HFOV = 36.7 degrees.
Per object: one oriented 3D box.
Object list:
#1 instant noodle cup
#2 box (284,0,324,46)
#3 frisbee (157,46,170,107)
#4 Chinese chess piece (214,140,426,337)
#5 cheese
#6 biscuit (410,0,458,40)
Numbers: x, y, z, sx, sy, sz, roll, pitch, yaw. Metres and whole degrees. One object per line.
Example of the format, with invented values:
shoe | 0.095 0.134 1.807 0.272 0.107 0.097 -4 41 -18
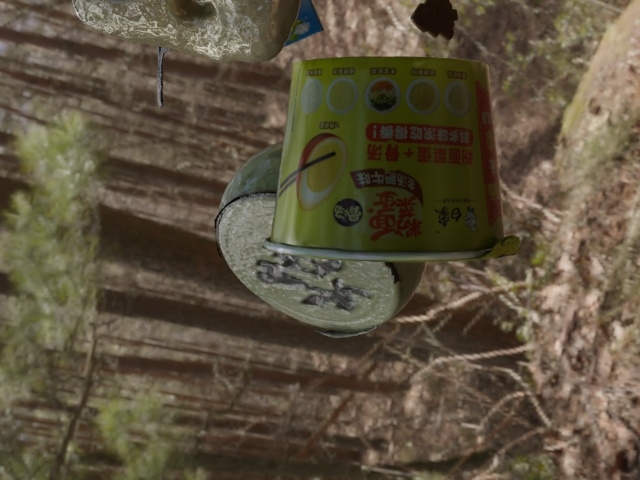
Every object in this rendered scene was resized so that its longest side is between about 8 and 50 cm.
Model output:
instant noodle cup | 0.084 -0.098 1.147 0.311 0.311 0.221 -164 73 -68
box | -0.070 -0.386 1.348 0.194 0.073 0.139 61 -172 -58
frisbee | -0.303 -0.368 1.866 0.187 0.012 0.211 -178 86 -70
Chinese chess piece | 0.000 0.000 1.563 0.349 0.349 0.146 -45 13 52
cheese | -0.115 -0.308 1.097 0.248 0.251 0.173 -54 -22 -50
biscuit | 0.187 -0.368 1.596 0.016 0.092 0.082 7 110 65
